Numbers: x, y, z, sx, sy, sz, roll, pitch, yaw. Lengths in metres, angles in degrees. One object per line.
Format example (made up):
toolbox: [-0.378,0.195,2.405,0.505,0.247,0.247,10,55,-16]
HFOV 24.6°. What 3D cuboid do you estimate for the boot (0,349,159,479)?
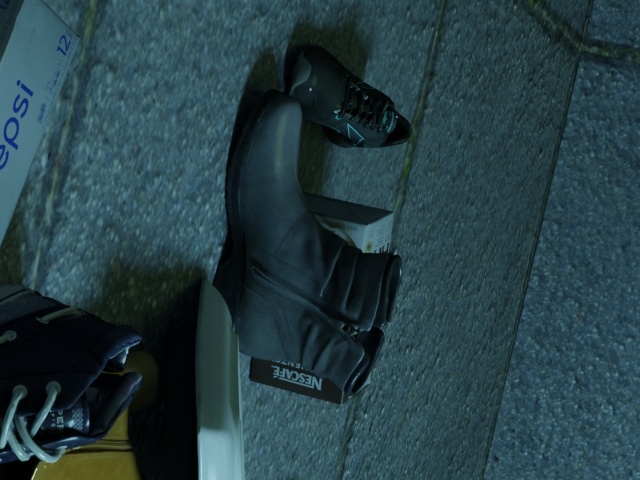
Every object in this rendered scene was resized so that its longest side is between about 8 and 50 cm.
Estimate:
boot: [-0.251,0.256,1.476,0.211,0.104,0.295,-13,110,-61]

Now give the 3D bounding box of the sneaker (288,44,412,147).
sneaker: [0.041,-0.184,1.917,0.267,0.106,0.101,26,80,-67]

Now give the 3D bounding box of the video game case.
video game case: [-0.150,0.277,1.632,0.275,0.035,0.248,-98,-173,-58]

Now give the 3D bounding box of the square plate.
square plate: [-0.110,0.268,1.656,0.344,0.049,0.347,-100,-173,-65]

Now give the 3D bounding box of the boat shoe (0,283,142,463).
boat shoe: [-0.284,0.144,1.222,0.340,0.158,0.127,-47,144,-53]

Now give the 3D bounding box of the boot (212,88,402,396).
boot: [0.000,0.000,1.757,0.118,0.222,0.338,-20,120,-64]

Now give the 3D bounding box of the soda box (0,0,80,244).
soda box: [-0.295,-0.064,1.164,0.098,0.091,0.286,46,60,-66]

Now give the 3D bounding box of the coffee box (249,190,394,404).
coffee box: [0.001,0.074,1.918,0.098,0.141,0.247,-27,127,-63]
